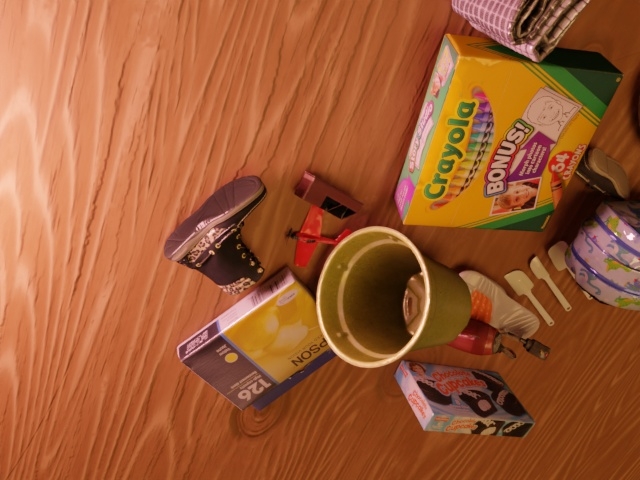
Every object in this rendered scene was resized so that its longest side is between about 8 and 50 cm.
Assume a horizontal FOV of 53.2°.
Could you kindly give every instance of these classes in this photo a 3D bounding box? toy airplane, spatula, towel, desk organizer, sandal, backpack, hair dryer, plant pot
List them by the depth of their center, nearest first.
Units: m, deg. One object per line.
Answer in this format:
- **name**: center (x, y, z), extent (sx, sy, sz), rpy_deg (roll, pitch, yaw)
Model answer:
- **towel**: center (0.355, -0.456, 1.028), extent (0.121, 0.235, 0.284), rpy_deg (25, 110, -27)
- **desk organizer**: center (0.017, -0.082, 1.256), extent (0.130, 0.047, 0.050), rpy_deg (27, 95, -31)
- **toy airplane**: center (0.000, 0.000, 1.321), extent (0.151, 0.028, 0.151), rpy_deg (-9, 123, -14)
- **plant pot**: center (0.177, 0.127, 1.332), extent (0.254, 0.276, 0.276), rpy_deg (14, 118, -47)
- **backpack**: center (0.735, 0.033, 1.448), extent (0.355, 0.290, 0.273), rpy_deg (-8, 136, -7)
- **sandal**: center (0.407, 0.152, 1.531), extent (0.265, 0.076, 0.102), rpy_deg (33, 104, -21)
- **hair dryer**: center (0.373, 0.246, 1.536), extent (0.293, 0.223, 0.080), rpy_deg (21, 74, -9)
- **spatula**: center (0.583, 0.114, 1.592), extent (0.168, 0.019, 0.242), rpy_deg (-38, 122, 13)

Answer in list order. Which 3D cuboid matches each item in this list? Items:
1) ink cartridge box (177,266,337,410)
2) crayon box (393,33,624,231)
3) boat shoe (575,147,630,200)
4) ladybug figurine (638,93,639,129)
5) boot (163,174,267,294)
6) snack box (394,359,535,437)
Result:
- **ink cartridge box**: center (-0.102, 0.246, 1.421), extent (0.303, 0.072, 0.307), rpy_deg (-37, 124, 6)
- **crayon box**: center (0.340, -0.188, 1.222), extent (0.313, 0.106, 0.363), rpy_deg (2, 130, -14)
- **boat shoe**: center (0.636, -0.145, 1.449), extent (0.206, 0.075, 0.065), rpy_deg (27, 153, -37)
- **ladybug figurine**: center (0.880, -0.266, 1.381), extent (0.449, 0.162, 0.305), rpy_deg (22, 112, -30)
- **boot**: center (-0.159, -0.004, 1.229), extent (0.236, 0.085, 0.178), rpy_deg (-37, 129, 14)
- **snack box**: center (0.361, 0.399, 1.611), extent (0.322, 0.187, 0.060), rpy_deg (12, 117, -26)
